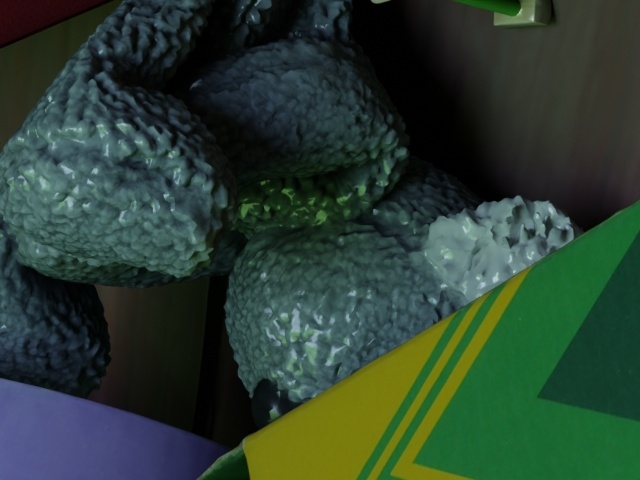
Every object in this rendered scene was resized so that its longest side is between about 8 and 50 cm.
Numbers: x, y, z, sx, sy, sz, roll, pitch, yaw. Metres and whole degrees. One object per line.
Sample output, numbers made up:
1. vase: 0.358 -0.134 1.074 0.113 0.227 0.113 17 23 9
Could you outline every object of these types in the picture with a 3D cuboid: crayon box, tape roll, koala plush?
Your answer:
1. crayon box: 0.118 0.069 0.634 0.318 0.202 0.081 -36 57 48
2. tape roll: -0.116 0.110 0.776 0.189 0.189 0.080 -1 69 42
3. koala plush: 0.000 0.000 0.749 0.221 0.203 0.196 36 148 -5

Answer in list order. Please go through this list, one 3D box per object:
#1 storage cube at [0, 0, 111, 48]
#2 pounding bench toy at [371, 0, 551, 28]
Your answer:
1. storage cube: -0.190 -0.175 0.787 0.215 0.193 0.183 10 118 40
2. pounding bench toy: 0.048 -0.106 0.701 0.052 0.065 0.083 -12 105 45
